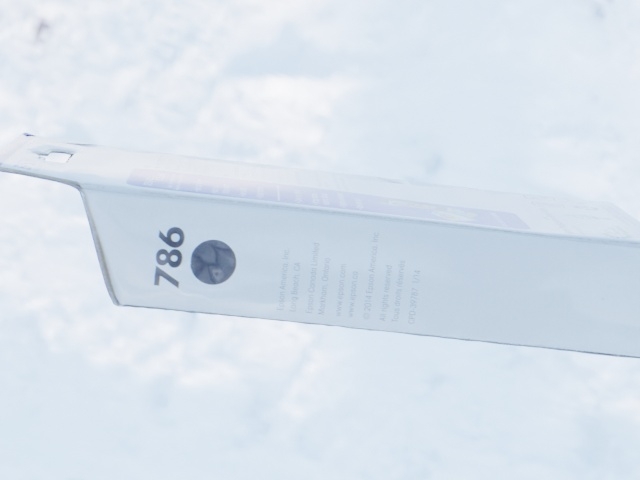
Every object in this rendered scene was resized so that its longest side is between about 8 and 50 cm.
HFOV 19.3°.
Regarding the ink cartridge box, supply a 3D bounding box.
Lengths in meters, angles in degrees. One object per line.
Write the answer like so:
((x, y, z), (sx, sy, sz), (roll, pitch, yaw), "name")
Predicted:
((0.000, 0.000, 0.959), (0.165, 0.333, 0.065), (-97, 15, -81), "ink cartridge box")
